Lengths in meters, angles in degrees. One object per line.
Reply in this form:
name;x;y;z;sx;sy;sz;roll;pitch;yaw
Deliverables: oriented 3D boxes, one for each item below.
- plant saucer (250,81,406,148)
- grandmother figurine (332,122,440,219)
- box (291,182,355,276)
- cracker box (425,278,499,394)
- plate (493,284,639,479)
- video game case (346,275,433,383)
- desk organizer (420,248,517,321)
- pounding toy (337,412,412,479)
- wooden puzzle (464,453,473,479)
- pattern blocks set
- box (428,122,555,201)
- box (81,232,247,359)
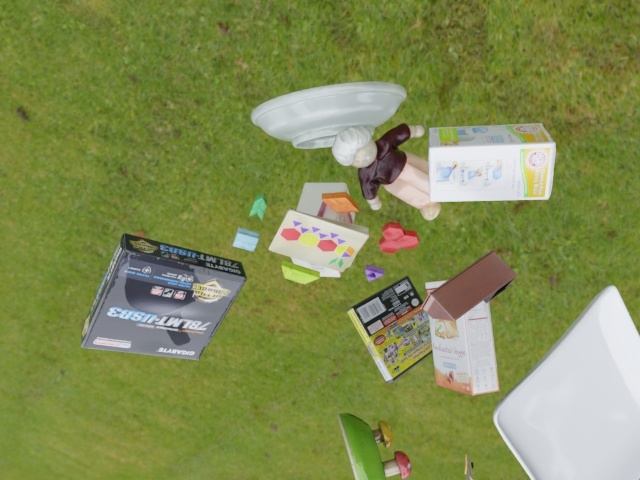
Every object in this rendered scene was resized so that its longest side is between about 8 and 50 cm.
plant saucer;0.026;-0.304;1.422;0.401;0.401;0.100;-7;92;32
grandmother figurine;0.160;-0.161;1.205;0.343;0.207;0.104;18;-173;-41
box;0.006;-0.032;1.553;0.127;0.232;0.148;2;143;19
cracker box;0.295;0.196;1.173;0.067;0.232;0.156;-3;174;-16
plate;0.377;0.249;0.788;0.278;0.277;0.045;57;158;-16
video game case;0.239;0.267;1.711;0.035;0.275;0.248;-39;78;50
desk organizer;0.209;0.071;0.776;0.050;0.130;0.047;50;155;23
pounding toy;0.111;0.423;1.097;0.110;0.182;0.237;-15;157;-3
wooden puzzle;0.288;0.461;1.066;0.014;0.116;0.078;1;116;11
pattern blocks set;0.000;0.000;1.118;0.325;0.026;0.285;23;137;-20
box;0.295;-0.139;0.980;0.203;0.114;0.103;0;119;11
box;-0.367;0.147;1.300;0.296;0.073;0.293;17;117;-32
